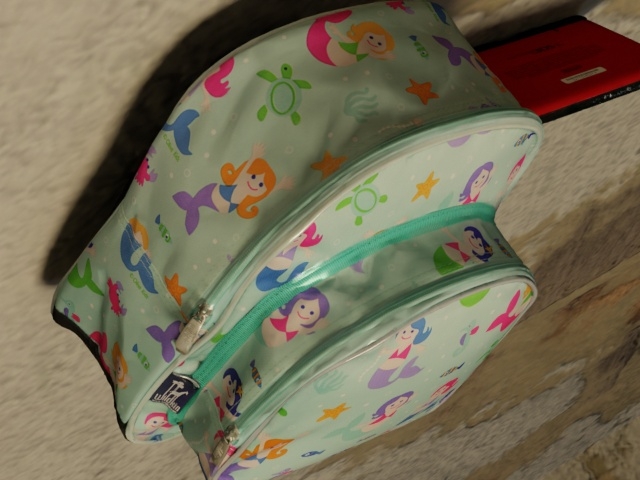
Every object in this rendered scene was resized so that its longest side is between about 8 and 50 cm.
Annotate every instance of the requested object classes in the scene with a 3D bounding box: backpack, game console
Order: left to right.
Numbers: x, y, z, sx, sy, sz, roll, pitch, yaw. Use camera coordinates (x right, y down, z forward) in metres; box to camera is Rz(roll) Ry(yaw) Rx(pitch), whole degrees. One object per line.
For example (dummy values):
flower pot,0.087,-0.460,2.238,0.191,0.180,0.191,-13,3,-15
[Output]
backpack,0.000,0.000,0.915,0.225,0.191,0.253,-16,147,-41
game console,0.124,-0.080,1.068,0.144,0.124,0.085,-21,129,-36
